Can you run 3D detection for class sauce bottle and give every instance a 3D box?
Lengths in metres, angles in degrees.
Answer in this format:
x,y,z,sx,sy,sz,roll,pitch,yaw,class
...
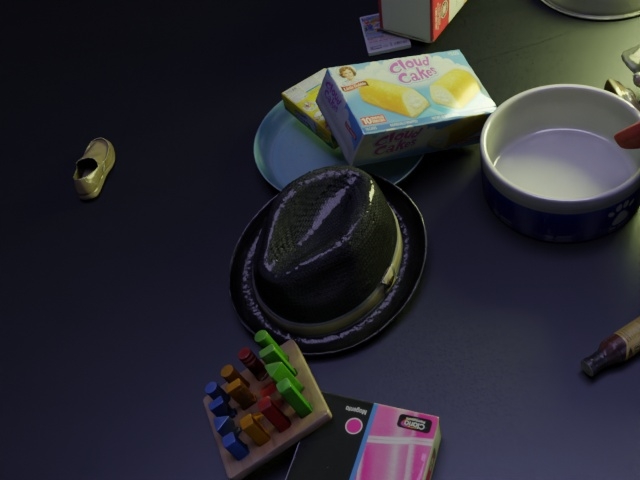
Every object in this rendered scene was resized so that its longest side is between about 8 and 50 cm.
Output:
x,y,z,sx,sy,sz,roll,pitch,yaw,class
0.420,0.146,1.193,0.128,0.042,0.042,-31,51,-10,sauce bottle

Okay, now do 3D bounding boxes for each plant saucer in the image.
x,y,z,sx,sy,sz,roll,pitch,yaw,class
0.039,-0.174,1.537,0.317,0.044,0.318,-6,49,7,plant saucer

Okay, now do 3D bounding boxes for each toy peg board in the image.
x,y,z,sx,sy,sz,roll,pitch,yaw,class
-0.092,0.213,1.177,0.160,0.079,0.161,-34,38,1,toy peg board

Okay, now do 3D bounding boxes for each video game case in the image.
x,y,z,sx,sy,sz,roll,pitch,yaw,class
0.131,-0.423,1.744,0.087,0.011,0.122,-11,50,3,video game case

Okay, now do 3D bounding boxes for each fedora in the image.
x,y,z,sx,sy,sz,roll,pitch,yaw,class
0.000,0.000,1.301,0.334,0.152,0.334,-5,59,8,fedora

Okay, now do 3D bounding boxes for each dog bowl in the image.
x,y,z,sx,sy,sz,roll,pitch,yaw,class
0.392,-0.127,1.383,0.264,0.104,0.265,-6,50,7,dog bowl

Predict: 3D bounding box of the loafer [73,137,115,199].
x,y,z,sx,sy,sz,roll,pitch,yaw,class
-0.423,-0.143,1.602,0.056,0.050,0.148,-5,50,8,loafer

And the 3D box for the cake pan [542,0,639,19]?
x,y,z,sx,sy,sz,roll,pitch,yaw,class
0.576,-0.555,1.732,0.293,0.054,0.293,-6,50,7,cake pan

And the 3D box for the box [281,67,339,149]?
x,y,z,sx,sy,sz,roll,pitch,yaw,class
0.023,-0.232,1.534,0.105,0.043,0.179,-33,50,-17,box

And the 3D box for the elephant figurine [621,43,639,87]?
x,y,z,sx,sy,sz,roll,pitch,yaw,class
0.603,-0.309,1.460,0.169,0.186,0.239,-14,50,17,elephant figurine

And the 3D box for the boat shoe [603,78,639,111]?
x,y,z,sx,sy,sz,roll,pitch,yaw,class
0.531,-0.217,1.464,0.048,0.056,0.153,-11,51,-8,boat shoe

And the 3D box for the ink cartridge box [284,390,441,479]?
x,y,z,sx,sy,sz,roll,pitch,yaw,class
0.024,0.375,1.075,0.175,0.069,0.371,9,56,19,ink cartridge box

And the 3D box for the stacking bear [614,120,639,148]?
x,y,z,sx,sy,sz,roll,pitch,yaw,class
0.571,-0.057,1.215,0.175,0.164,0.289,-17,84,-25,stacking bear

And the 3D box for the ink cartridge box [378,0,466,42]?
x,y,z,sx,sy,sz,roll,pitch,yaw,class
0.235,-0.577,1.703,0.131,0.226,0.306,19,53,24,ink cartridge box

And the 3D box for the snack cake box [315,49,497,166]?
x,y,z,sx,sy,sz,roll,pitch,yaw,class
0.145,-0.226,1.448,0.264,0.089,0.152,-13,61,-23,snack cake box
